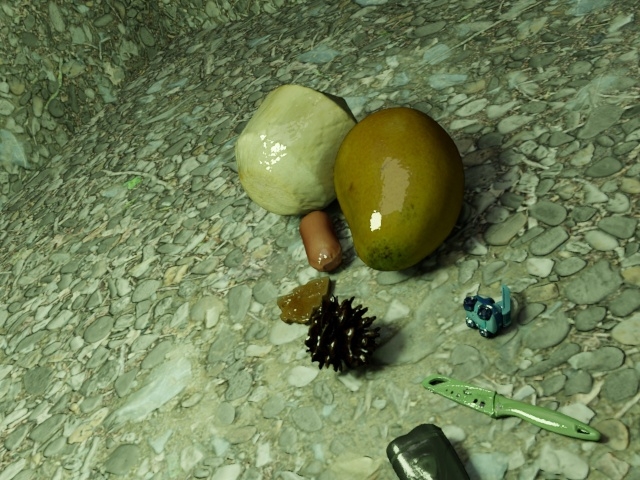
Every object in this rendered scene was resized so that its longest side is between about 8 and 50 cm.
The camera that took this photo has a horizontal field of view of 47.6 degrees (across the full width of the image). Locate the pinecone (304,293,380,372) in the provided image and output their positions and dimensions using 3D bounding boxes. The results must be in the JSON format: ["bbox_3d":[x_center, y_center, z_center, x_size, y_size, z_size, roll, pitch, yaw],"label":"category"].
[{"bbox_3d":[0.039,0.163,1.248,0.121,0.140,0.140,18,50,13],"label":"pinecone"}]

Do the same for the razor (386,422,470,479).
[{"bbox_3d":[0.156,0.326,1.010,0.090,0.054,0.148,-30,35,-1],"label":"razor"}]

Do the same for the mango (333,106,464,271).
[{"bbox_3d":[0.153,-0.104,1.438,0.264,0.221,0.378,-11,48,18],"label":"mango"}]

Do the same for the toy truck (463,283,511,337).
[{"bbox_3d":[0.286,0.112,1.201,0.090,0.056,0.073,-27,36,-21],"label":"toy truck"}]

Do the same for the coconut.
[{"bbox_3d":[-0.032,-0.217,1.656,0.329,0.329,0.329,-20,35,15],"label":"coconut"}]

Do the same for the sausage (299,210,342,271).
[{"bbox_3d":[0.000,0.000,1.537,0.077,0.077,0.194,-27,34,5],"label":"sausage"}]

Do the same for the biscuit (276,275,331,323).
[{"bbox_3d":[-0.026,0.119,1.447,0.130,0.019,0.119,-40,35,-14],"label":"biscuit"}]

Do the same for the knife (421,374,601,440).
[{"bbox_3d":[0.268,0.245,1.066,0.293,0.020,0.043,12,53,46],"label":"knife"}]
